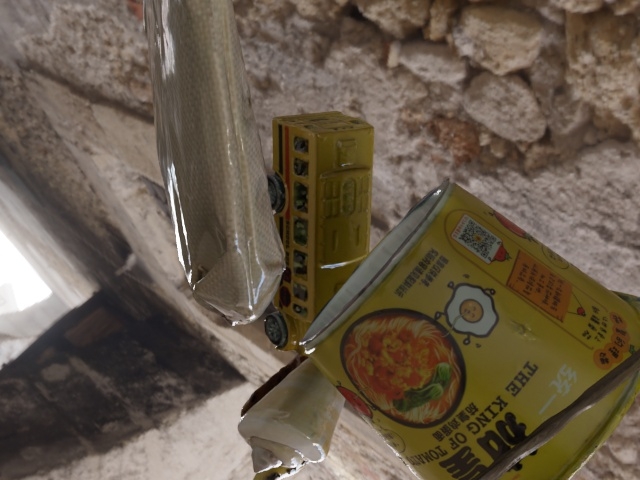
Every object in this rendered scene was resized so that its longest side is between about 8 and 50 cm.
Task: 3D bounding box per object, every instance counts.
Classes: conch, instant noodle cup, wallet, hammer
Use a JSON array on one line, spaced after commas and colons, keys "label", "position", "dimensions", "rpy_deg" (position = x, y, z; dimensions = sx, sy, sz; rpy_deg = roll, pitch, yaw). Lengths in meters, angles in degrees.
[{"label": "conch", "position": [-0.016, 0.249, 1.085], "dimensions": [0.255, 0.127, 0.158], "rpy_deg": [-38, -175, -30]}, {"label": "instant noodle cup", "position": [0.150, 0.106, 0.802], "dimensions": [0.254, 0.325, 0.325], "rpy_deg": [42, -114, 0]}, {"label": "wallet", "position": [-0.075, -0.094, 0.475], "dimensions": [0.068, 0.274, 0.335], "rpy_deg": [-7, -167, -14]}, {"label": "hammer", "position": [0.145, 0.153, 0.525], "dimensions": [0.292, 0.058, 0.029], "rpy_deg": [-30, -166, -19]}]

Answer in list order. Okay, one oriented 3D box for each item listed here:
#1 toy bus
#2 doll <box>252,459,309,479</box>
[{"label": "toy bus", "position": [0.000, 0.000, 0.993], "dimensions": [0.121, 0.335, 0.123], "rpy_deg": [-13, -157, -35]}, {"label": "doll", "position": [-0.093, 0.391, 1.145], "dimensions": [0.086, 0.117, 0.291], "rpy_deg": [-1, -129, 54]}]
